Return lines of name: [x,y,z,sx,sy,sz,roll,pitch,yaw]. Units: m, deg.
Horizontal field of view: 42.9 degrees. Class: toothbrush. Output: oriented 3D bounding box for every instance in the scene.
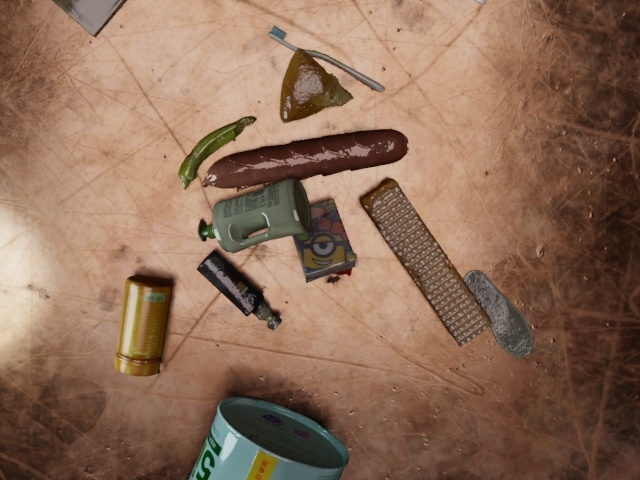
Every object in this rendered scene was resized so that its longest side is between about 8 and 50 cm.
toothbrush: [0.014,-0.364,1.656,0.263,0.022,0.026,28,107,-7]

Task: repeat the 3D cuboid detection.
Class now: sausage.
sausage: [-0.031,-0.164,1.650,0.433,0.088,0.087,-11,99,-2]

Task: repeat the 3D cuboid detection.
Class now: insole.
insole: [0.387,0.159,1.761,0.080,0.003,0.232,-37,99,2]

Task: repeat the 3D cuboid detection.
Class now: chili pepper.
chili pepper: [-0.221,-0.193,1.655,0.208,0.049,0.043,-45,132,0]

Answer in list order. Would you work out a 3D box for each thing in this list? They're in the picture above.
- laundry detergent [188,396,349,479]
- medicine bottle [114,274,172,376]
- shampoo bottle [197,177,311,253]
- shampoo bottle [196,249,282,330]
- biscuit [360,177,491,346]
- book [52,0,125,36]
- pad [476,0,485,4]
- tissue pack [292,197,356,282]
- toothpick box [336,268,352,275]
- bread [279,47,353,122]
laundry detergent: [-0.129,0.516,1.636,0.287,0.287,0.305,23,96,-6]
medicine bottle: [-0.363,0.174,1.669,0.096,0.096,0.191,8,97,-5]
shampoo bottle: [-0.141,-0.041,1.636,0.234,0.087,0.118,-16,69,19]
shampoo bottle: [-0.164,0.110,1.694,0.208,0.063,0.057,44,83,-6]
biscuit: [0.221,0.044,1.707,0.094,0.054,0.378,-35,98,4]
book: [-0.437,-0.522,1.607,0.138,0.016,0.198,41,94,-8]
pad: [0.268,-0.598,1.647,0.232,0.004,0.156,27,95,-7]
tissue pack: [0.000,0.000,1.659,0.109,0.060,0.148,-18,68,-3]
toothpick box: [0.026,0.052,1.702,0.083,0.047,0.047,3,98,-5]
bread: [-0.022,-0.321,1.639,0.154,0.054,0.135,-18,104,-3]
